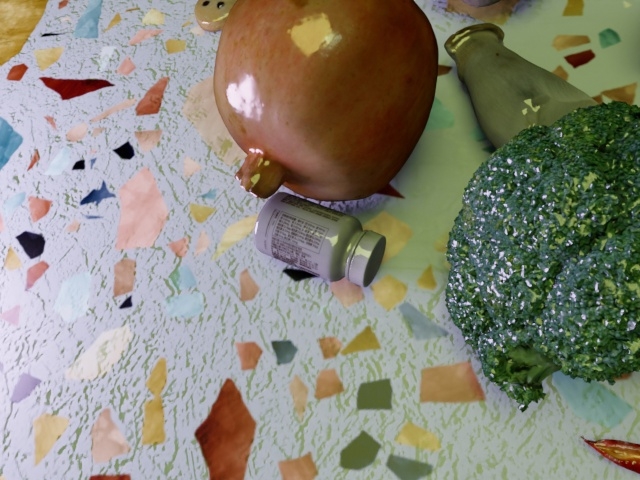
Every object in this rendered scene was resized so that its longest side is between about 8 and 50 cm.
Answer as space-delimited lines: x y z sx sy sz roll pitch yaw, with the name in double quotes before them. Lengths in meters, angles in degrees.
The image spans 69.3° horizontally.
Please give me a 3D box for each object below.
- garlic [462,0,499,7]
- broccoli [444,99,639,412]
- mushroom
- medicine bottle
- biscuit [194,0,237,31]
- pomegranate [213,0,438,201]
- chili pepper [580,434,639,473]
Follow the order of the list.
"garlic" 0.231 -0.448 0.611 0.219 0.212 0.218 -6 59 11
"broccoli" 0.235 0.010 0.416 0.242 0.261 0.269 35 36 1
"mushroom" 0.227 -0.177 0.565 0.116 0.093 0.225 -25 53 -12
"medicine bottle" 0.000 0.000 0.536 0.140 0.079 0.079 21 73 21
"biscuit" -0.139 -0.454 0.798 0.153 0.030 0.234 21 72 22
"pomegranate" -0.002 -0.156 0.511 0.229 0.252 0.270 22 78 25
"chili pepper" 0.321 0.204 0.401 0.178 0.027 0.045 10 65 16
